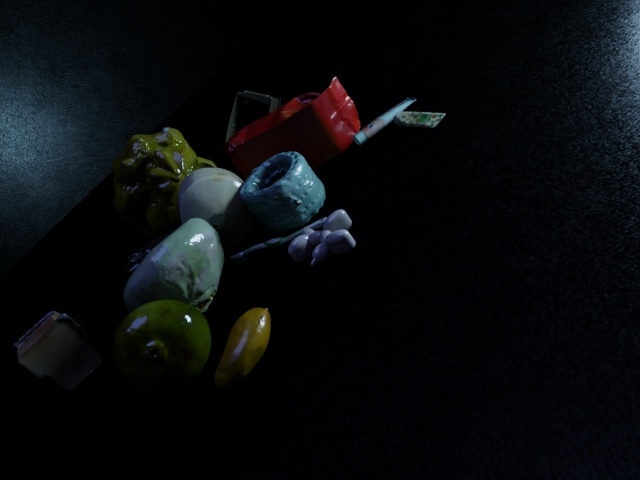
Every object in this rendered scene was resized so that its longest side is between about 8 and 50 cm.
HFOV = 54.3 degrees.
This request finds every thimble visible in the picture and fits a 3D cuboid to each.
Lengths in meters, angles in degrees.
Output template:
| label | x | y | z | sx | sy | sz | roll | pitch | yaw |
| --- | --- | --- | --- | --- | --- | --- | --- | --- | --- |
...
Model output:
| label | x | y | z | sx | sy | sz | roll | pitch | yaw |
| --- | --- | --- | --- | --- | --- | --- | --- | --- | --- |
| thimble | -0.097 | -0.126 | 1.653 | 0.198 | 0.143 | 0.235 | -41 | 27 | -3 |

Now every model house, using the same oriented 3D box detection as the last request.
| label | x | y | z | sx | sy | sz | roll | pitch | yaw |
| --- | --- | --- | --- | --- | --- | --- | --- | --- | --- |
| model house | -0.711 | 0.293 | 1.700 | 0.166 | 0.183 | 0.172 | -46 | 29 | -16 |
| model house | -0.186 | -0.399 | 2.170 | 0.204 | 0.211 | 0.243 | 15 | 11 | 9 |

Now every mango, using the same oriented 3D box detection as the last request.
| label | x | y | z | sx | sy | sz | roll | pitch | yaw |
| --- | --- | --- | --- | --- | --- | --- | --- | --- | --- |
| mango | -0.156 | 0.216 | 1.272 | 0.098 | 0.075 | 0.190 | -25 | 30 | 56 |

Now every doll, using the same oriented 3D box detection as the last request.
| label | x | y | z | sx | sy | sz | roll | pitch | yaw |
| --- | --- | --- | --- | --- | --- | --- | --- | --- | --- |
| doll | 0.000 | 0.000 | 1.435 | 0.160 | 0.059 | 0.161 | -30 | 29 | 13 |

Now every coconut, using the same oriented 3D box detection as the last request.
| label | x | y | z | sx | sy | sz | roll | pitch | yaw |
| --- | --- | --- | --- | --- | --- | --- | --- | --- | --- |
| coconut | -0.293 | -0.088 | 1.752 | 0.241 | 0.241 | 0.241 | -29 | 29 | 17 |

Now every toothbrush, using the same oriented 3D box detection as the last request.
| label | x | y | z | sx | sy | sz | roll | pitch | yaw |
| --- | --- | --- | --- | --- | --- | --- | --- | --- | --- |
| toothbrush | -0.110 | 0.001 | 1.595 | 0.304 | 0.030 | 0.030 | -24 | 30 | 25 |

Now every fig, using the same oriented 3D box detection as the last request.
| label | x | y | z | sx | sy | sz | roll | pitch | yaw |
| --- | --- | --- | --- | --- | --- | --- | --- | --- | --- |
| fig | -0.337 | 0.223 | 1.358 | 0.203 | 0.203 | 0.225 | -37 | 7 | 2 |

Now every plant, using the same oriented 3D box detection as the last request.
| label | x | y | z | sx | sy | sz | roll | pitch | yaw |
| --- | --- | --- | --- | --- | --- | --- | --- | --- | --- |
| plant | -0.460 | 0.060 | 1.819 | 0.194 | 0.132 | 0.129 | -34 | 24 | -3 |

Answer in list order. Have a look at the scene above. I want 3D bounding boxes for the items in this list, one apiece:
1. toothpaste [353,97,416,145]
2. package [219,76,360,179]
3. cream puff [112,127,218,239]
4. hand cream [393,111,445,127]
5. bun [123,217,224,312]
| label | x | y | z | sx | sy | sz | roll | pitch | yaw |
| --- | --- | --- | --- | --- | --- | --- | --- | --- | --- |
| toothpaste | 0.182 | -0.343 | 1.772 | 0.205 | 0.036 | 0.056 | -38 | 25 | -8 |
| package | -0.088 | -0.297 | 1.847 | 0.424 | 0.196 | 0.123 | -24 | 35 | 23 |
| cream puff | -0.494 | -0.174 | 1.973 | 0.378 | 0.378 | 0.275 | -35 | 5 | 6 |
| hand cream | 0.255 | -0.322 | 1.660 | 0.057 | 0.037 | 0.165 | -49 | 35 | -19 |
| bun | -0.340 | 0.094 | 1.568 | 0.293 | 0.187 | 0.293 | -50 | 1 | 2 |
